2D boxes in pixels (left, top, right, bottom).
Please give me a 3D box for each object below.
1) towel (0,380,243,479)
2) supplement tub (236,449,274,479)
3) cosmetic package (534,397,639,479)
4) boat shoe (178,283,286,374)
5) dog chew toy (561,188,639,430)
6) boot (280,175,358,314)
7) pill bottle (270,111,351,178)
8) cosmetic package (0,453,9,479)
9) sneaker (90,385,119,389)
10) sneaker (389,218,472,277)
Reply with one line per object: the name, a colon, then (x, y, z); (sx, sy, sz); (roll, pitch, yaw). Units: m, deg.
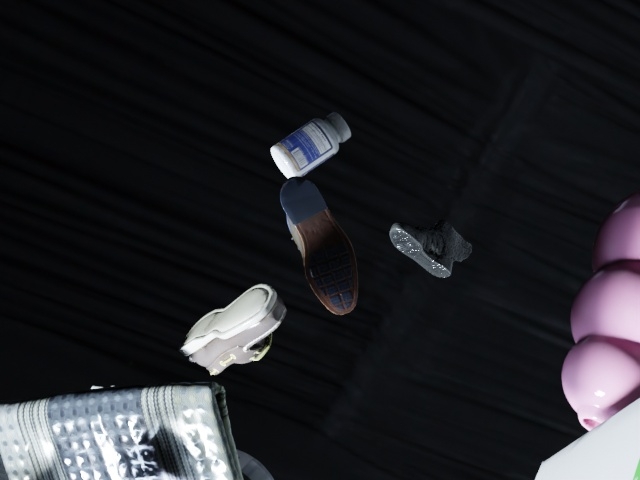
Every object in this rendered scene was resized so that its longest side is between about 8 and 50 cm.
towel: (-0.182, 0.303, 1.075); (0.312, 0.056, 0.324); (-10, 99, 29)
supplement tub: (-0.236, 0.569, 2.021); (0.316, 0.193, 0.193); (-41, 2, -42)
cosmetic package: (0.310, 0.262, 0.933); (0.197, 0.155, 0.365); (-60, 0, -33)
boat shoe: (-0.141, 0.166, 1.831); (0.324, 0.097, 0.116); (-30, 21, 52)
dog chew toy: (0.400, 0.089, 1.251); (0.331, 0.207, 0.207); (-56, 18, -24)
boot: (0.000, 0.000, 1.557); (0.082, 0.219, 0.106); (-20, 12, 0)
pill bottle: (-0.014, -0.152, 1.649); (0.120, 0.067, 0.067); (-35, 21, -12)
cosmetic package: (-0.376, 0.337, 1.254); (0.184, 0.151, 0.151); (-43, -25, -53)
sneaker: (-0.386, 0.302, 1.877); (0.134, 0.051, 0.070); (-7, 50, 47)
sneaker: (0.184, -0.003, 1.723); (0.051, 0.170, 0.089); (-16, 44, 46)
